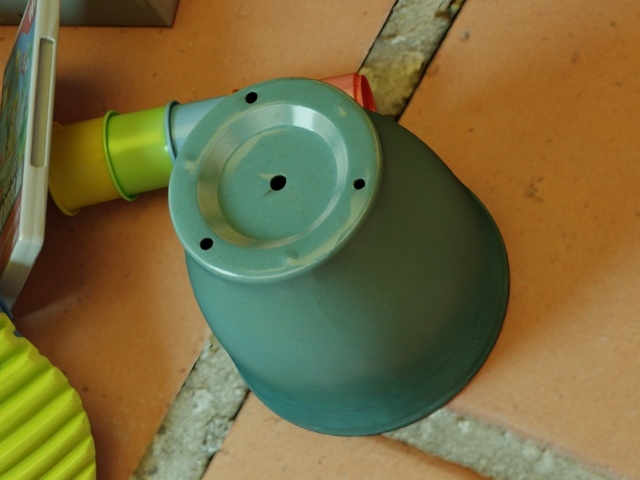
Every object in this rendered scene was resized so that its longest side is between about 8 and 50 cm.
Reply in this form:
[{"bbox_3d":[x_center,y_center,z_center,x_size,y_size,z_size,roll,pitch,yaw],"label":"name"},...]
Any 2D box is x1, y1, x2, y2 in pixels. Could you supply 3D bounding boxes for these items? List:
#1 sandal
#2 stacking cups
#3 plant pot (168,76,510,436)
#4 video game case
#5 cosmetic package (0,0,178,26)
[{"bbox_3d":[-0.302,0.128,1.623,0.126,0.138,0.317,-26,87,-13],"label":"sandal"},{"bbox_3d":[-0.107,-0.104,1.691,0.316,0.096,0.096,-13,62,15],"label":"stacking cups"},{"bbox_3d":[0.000,0.000,1.511,0.271,0.255,0.272,-8,64,17],"label":"plant pot"},{"bbox_3d":[-0.286,-0.087,1.707,0.025,0.204,0.285,8,63,-17],"label":"video game case"},{"bbox_3d":[-0.267,-0.290,1.822,0.238,0.127,0.107,5,67,25],"label":"cosmetic package"}]
